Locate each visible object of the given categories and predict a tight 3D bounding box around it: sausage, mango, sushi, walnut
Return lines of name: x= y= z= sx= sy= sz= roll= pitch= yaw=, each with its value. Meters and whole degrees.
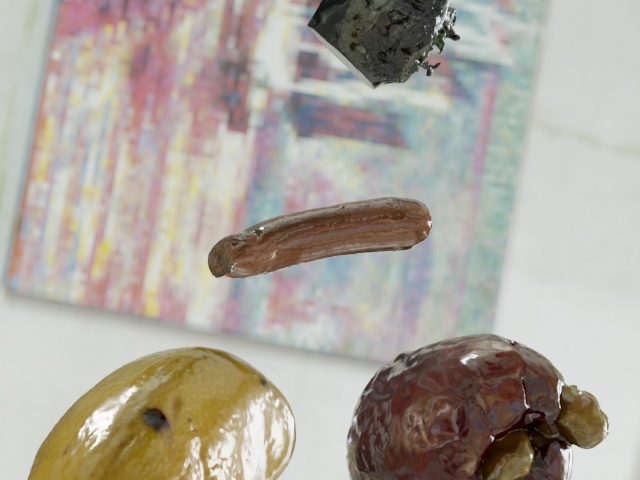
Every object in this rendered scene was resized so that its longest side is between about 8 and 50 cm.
sausage: x=0.000 y=-0.001 z=1.347 sx=0.177 sy=0.040 sz=0.047 roll=-10 pitch=46 yaw=-29
mango: x=-0.103 y=0.154 z=1.162 sx=0.109 sy=0.157 sz=0.262 roll=-11 pitch=17 yaw=27
sushi: x=0.048 y=-0.147 z=1.291 sx=0.085 sy=0.083 sz=0.056 roll=44 pitch=-4 yaw=-27
walnut: x=0.150 y=0.190 z=1.913 sx=0.244 sy=0.221 sz=0.269 roll=-29 pitch=17 yaw=-23
